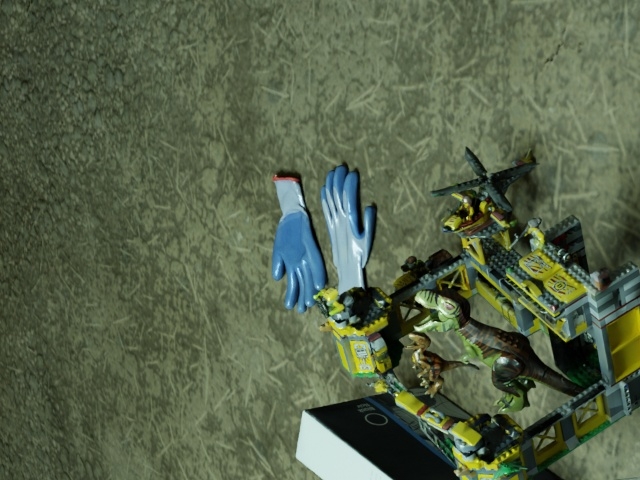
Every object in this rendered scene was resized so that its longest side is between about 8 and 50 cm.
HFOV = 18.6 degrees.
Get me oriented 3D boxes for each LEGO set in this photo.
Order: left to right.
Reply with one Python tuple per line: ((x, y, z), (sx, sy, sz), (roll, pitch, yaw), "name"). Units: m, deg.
((0.142, 0.059, 1.745), (0.331, 0.255, 0.192), (-125, 14, -48), "LEGO set")

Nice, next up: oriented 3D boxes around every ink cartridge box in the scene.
((0.135, 0.246, 1.879), (0.332, 0.165, 0.065), (34, 123, 45), "ink cartridge box")

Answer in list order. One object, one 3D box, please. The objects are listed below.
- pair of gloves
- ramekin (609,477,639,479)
((0.000, 0.000, 2.139), (0.198, 0.023, 0.159), (-4, 95, 56), "pair of gloves")
((0.282, 0.313, 1.603), (0.277, 0.277, 0.135), (21, 122, 51), "ramekin")
